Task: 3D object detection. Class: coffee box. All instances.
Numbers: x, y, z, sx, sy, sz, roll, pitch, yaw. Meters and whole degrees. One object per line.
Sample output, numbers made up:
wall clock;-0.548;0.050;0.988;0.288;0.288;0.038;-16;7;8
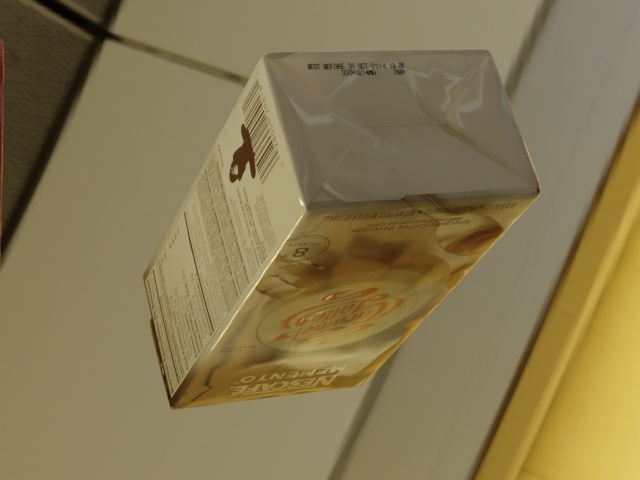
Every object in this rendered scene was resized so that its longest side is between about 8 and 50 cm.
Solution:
coffee box;0.000;0.000;0.812;0.141;0.098;0.246;-4;-27;-25

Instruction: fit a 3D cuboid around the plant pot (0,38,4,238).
plant pot;-0.407;-0.019;1.035;0.236;0.267;0.267;14;-116;-42
